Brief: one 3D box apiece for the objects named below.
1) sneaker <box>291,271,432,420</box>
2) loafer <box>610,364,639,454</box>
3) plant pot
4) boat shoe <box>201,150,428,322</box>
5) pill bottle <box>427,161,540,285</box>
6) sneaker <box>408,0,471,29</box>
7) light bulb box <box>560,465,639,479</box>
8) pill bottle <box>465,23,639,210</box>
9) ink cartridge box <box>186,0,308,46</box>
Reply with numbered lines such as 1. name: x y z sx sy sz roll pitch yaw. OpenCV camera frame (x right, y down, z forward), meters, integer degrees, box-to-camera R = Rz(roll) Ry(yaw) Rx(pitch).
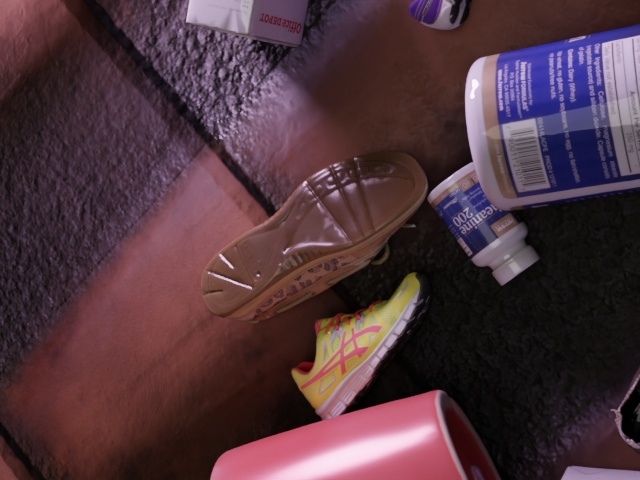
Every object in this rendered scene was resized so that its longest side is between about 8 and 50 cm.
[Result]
1. sneaker: 0.038 0.106 1.070 0.094 0.081 0.208 43 110 15
2. loafer: 0.389 0.068 0.876 0.134 0.130 0.366 38 111 40
3. plant pot: 0.060 0.291 0.999 0.243 0.275 0.275 -28 85 11
4. boat shoe: 0.000 0.000 1.081 0.285 0.089 0.104 -30 58 20
5. pill bottle: 0.170 -0.016 1.010 0.067 0.067 0.120 -39 81 21
6. sneaker: 0.125 -0.303 1.000 0.071 0.068 0.170 18 103 25
7. light bulb box: 0.298 0.429 0.851 0.225 0.358 0.361 -1 97 24
8. pill bottle: 0.280 -0.118 0.909 0.265 0.153 0.153 -8 93 22
9. ink cartridge box: -0.061 -0.309 1.032 0.082 0.139 0.190 16 102 19
